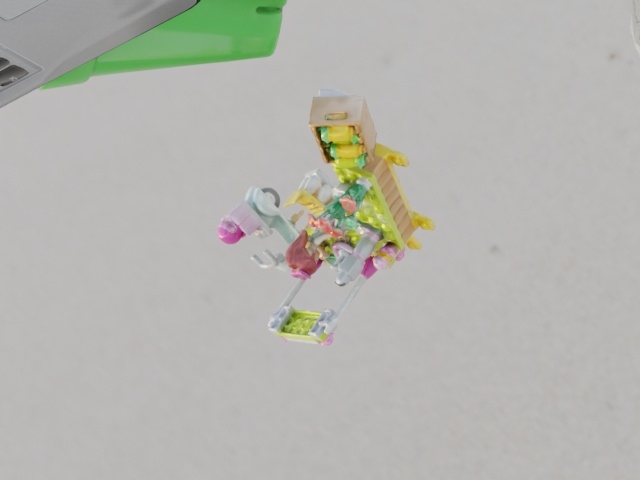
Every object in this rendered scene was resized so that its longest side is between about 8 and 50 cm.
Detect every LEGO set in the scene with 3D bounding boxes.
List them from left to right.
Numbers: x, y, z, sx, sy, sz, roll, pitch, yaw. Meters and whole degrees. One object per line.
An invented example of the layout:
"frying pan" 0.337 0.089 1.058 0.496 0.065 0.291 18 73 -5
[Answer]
"LEGO set" 0.000 0.000 1.249 0.107 0.132 0.287 -55 3 -19

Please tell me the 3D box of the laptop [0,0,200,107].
"laptop" -0.255 0.003 0.924 0.408 0.236 0.382 -26 -12 9

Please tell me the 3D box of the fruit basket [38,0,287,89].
"fruit basket" -0.205 -0.301 1.213 0.392 0.392 0.283 -104 27 -61

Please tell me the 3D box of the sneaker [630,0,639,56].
"sneaker" 0.199 -0.198 1.004 0.099 0.121 0.262 -29 28 28
